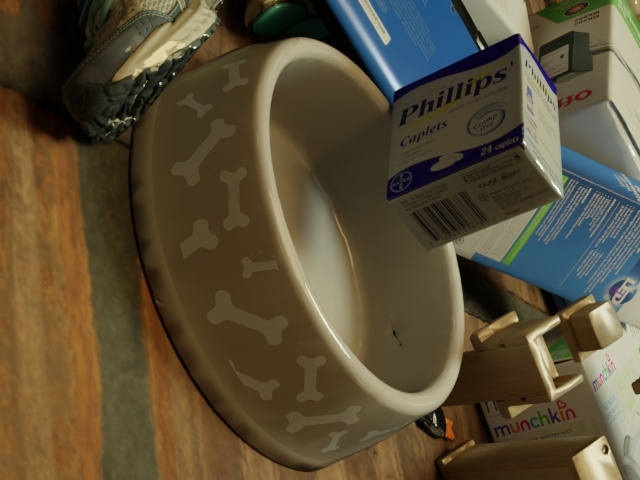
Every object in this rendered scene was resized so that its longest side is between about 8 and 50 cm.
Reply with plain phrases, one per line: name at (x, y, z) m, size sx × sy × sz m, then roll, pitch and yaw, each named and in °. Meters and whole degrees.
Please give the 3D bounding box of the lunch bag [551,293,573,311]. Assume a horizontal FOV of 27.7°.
lunch bag at (0.368, 0.095, 1.657) m, size 0.219 × 0.090 × 0.176 m, roll 64°, pitch 26°, yaw -12°

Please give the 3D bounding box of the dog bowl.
dog bowl at (0.000, 0.000, 1.019) m, size 0.349 × 0.102 × 0.349 m, roll 42°, pitch 37°, yaw -42°

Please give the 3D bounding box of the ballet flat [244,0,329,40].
ballet flat at (-0.036, -0.211, 1.165) m, size 0.052 × 0.057 × 0.168 m, roll 62°, pitch 16°, yaw 7°

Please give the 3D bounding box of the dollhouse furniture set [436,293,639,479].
dollhouse furniture set at (0.294, 0.161, 1.224) m, size 0.355 × 0.174 × 0.303 m, roll -26°, pitch 96°, yaw -37°

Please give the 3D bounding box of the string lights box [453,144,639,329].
string lights box at (0.261, -0.015, 1.356) m, size 0.259 × 0.133 × 0.077 m, roll 22°, pitch 25°, yaw -21°

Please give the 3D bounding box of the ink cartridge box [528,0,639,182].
ink cartridge box at (0.271, -0.156, 1.516) m, size 0.121 × 0.211 × 0.289 m, roll 55°, pitch 29°, yaw -26°

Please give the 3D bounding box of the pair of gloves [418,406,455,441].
pair of gloves at (0.103, 0.143, 1.211) m, size 0.074 × 0.010 × 0.083 m, roll 35°, pitch 45°, yaw -50°

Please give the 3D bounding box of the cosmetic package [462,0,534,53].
cosmetic package at (0.137, -0.275, 1.458) m, size 0.231 × 0.117 × 0.085 m, roll 35°, pitch 43°, yaw -50°

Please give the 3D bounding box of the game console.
game console at (0.016, -0.243, 1.222) m, size 0.293 × 0.173 × 0.250 m, roll 56°, pitch 45°, yaw -24°

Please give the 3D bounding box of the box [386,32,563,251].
box at (0.124, -0.080, 1.055) m, size 0.072 × 0.126 × 0.137 m, roll 47°, pitch 33°, yaw -34°

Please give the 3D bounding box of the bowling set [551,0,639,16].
bowling set at (0.416, -0.311, 2.024) m, size 0.287 × 0.154 × 0.200 m, roll 47°, pitch 52°, yaw -40°

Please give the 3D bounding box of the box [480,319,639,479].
box at (0.290, 0.213, 1.391) m, size 0.262 × 0.126 × 0.231 m, roll -19°, pitch 91°, yaw -63°

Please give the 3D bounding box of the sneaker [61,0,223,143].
sneaker at (-0.136, -0.174, 0.918) m, size 0.122 × 0.110 × 0.283 m, roll 39°, pitch 34°, yaw -13°
